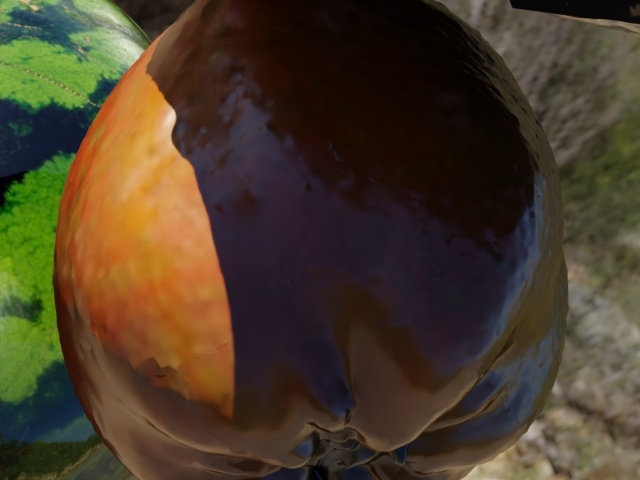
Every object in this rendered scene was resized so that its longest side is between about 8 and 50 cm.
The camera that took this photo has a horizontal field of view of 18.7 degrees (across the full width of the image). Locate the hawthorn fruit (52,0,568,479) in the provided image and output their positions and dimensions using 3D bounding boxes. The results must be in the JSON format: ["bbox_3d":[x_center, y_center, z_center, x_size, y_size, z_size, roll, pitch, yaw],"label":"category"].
[{"bbox_3d":[0.000,0.000,0.638,0.189,0.189,0.189,19,57,-31],"label":"hawthorn fruit"}]

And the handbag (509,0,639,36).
[{"bbox_3d":[0.140,-0.099,0.556,0.326,0.269,0.118,5,102,-27],"label":"handbag"}]

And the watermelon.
[{"bbox_3d":[-0.169,0.016,0.851,0.285,0.285,0.285,19,57,-31],"label":"watermelon"}]
